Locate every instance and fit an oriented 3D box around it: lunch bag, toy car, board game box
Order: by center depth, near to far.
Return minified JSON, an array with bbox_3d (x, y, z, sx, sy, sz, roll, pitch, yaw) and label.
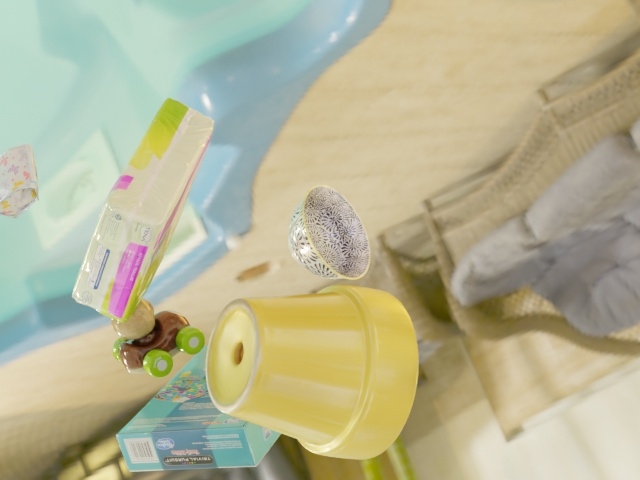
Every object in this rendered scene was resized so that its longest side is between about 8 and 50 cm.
[{"bbox_3d":[-0.401,-0.078,1.548,0.053,0.071,0.083,11,143,-44],"label":"lunch bag"},{"bbox_3d":[-0.165,0.287,2.083,0.253,0.079,0.336,-7,-161,26],"label":"board game box"},{"bbox_3d":[-0.330,0.139,2.175,0.149,0.188,0.155,-36,-154,-28],"label":"toy car"}]

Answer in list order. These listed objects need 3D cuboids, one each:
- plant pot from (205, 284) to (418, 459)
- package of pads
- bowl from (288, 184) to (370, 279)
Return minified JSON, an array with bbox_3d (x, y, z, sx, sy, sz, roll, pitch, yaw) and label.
[{"bbox_3d":[-0.024,0.180,1.695,0.239,0.254,0.254,12,145,-31],"label":"plant pot"},{"bbox_3d":[-0.268,-0.044,1.796,0.101,0.297,0.229,24,130,-4],"label":"package of pads"},{"bbox_3d":[0.000,0.000,1.938,0.080,0.170,0.170,-27,162,33],"label":"bowl"}]
